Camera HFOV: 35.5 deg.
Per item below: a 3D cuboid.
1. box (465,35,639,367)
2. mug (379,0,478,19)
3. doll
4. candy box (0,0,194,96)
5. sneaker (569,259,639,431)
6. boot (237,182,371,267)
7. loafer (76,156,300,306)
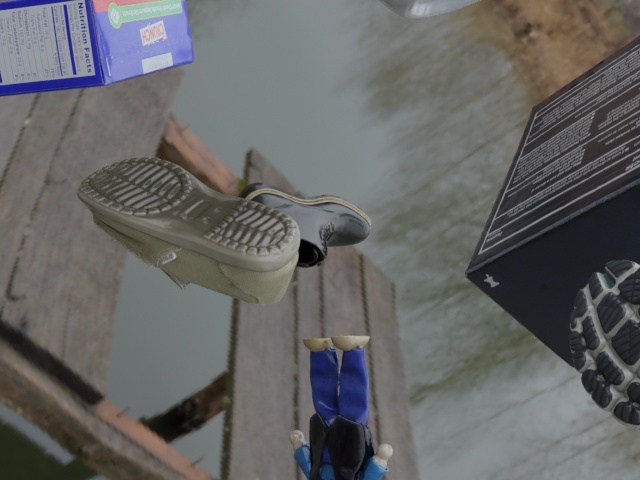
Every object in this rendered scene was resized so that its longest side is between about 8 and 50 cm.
[{"bbox_3d":[0.343,-0.061,1.043,0.183,0.296,0.294,41,51,-13],"label":"box"},{"bbox_3d":[0.059,-0.403,1.072,0.276,0.374,0.328,8,60,-83],"label":"mug"},{"bbox_3d":[0.014,0.186,0.950,0.046,0.129,0.188,7,79,-46],"label":"doll"},{"bbox_3d":[-0.365,-0.258,1.312,0.268,0.317,0.122,-43,129,-68],"label":"candy box"},{"bbox_3d":[0.299,0.131,0.801,0.110,0.107,0.275,21,29,-46],"label":"sneaker"},{"bbox_3d":[0.000,0.000,1.278,0.198,0.076,0.137,8,27,-32],"label":"boot"},{"bbox_3d":[-0.134,-0.004,0.970,0.102,0.269,0.092,-35,135,-37],"label":"loafer"}]
